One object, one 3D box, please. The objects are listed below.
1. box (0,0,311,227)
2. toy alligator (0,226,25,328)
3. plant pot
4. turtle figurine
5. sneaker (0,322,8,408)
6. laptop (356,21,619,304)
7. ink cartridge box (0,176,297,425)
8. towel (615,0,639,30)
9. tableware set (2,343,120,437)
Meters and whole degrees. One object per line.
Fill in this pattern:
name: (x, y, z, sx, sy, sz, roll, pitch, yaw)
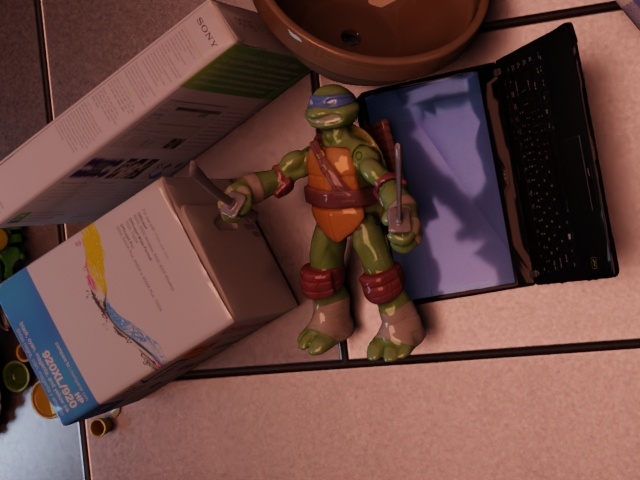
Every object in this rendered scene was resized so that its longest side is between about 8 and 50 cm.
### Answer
box: (-0.172, -0.122, 1.325, 0.322, 0.232, 0.058, -33, 81, 18)
toy alligator: (-0.369, 0.006, 1.506, 0.051, 0.056, 0.190, -16, 90, -21)
plant pot: (0.041, -0.233, 1.280, 0.237, 0.237, 0.110, 40, 149, 15)
turtle figurine: (0.000, 0.000, 1.251, 0.197, 0.275, 0.266, -11, 111, 4)
sneaker: (-0.435, 0.129, 1.509, 0.112, 0.120, 0.299, 43, 126, 56)
laptop: (0.152, -0.062, 1.253, 0.136, 0.264, 0.234, -10, 89, -16)
ink cartridge box: (-0.181, 0.059, 1.367, 0.232, 0.171, 0.168, -32, 81, 20)
towel: (0.303, -0.342, 1.172, 0.209, 0.034, 0.285, -40, 99, 5)
tableware set: (-0.298, 0.169, 1.495, 0.154, 0.024, 0.104, 36, 104, 16)
